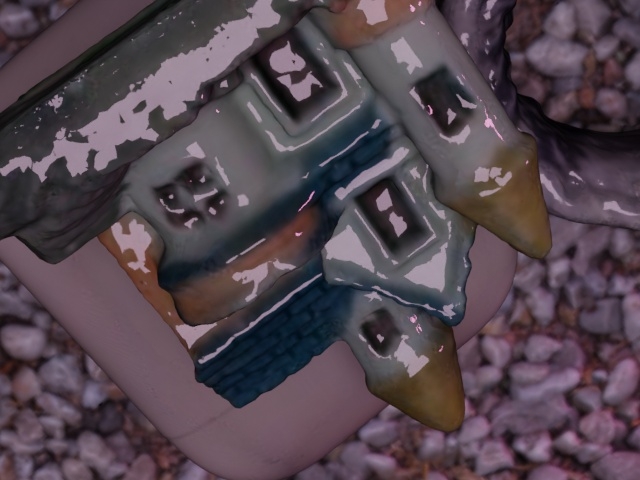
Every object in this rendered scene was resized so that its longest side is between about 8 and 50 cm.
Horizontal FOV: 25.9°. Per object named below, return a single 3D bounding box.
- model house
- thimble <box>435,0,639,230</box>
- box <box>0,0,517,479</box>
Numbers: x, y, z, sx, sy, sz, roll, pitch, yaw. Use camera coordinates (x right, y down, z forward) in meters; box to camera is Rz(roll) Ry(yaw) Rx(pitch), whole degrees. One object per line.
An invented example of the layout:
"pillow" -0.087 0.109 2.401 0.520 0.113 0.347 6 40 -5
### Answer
"model house" 0.000 0.000 0.792 0.267 0.194 0.325 -35 106 4
"thimble" 0.188 -0.126 0.930 0.245 0.157 0.217 35 102 -10
"box" -0.056 -0.021 0.948 0.289 0.141 0.349 -40 103 5
